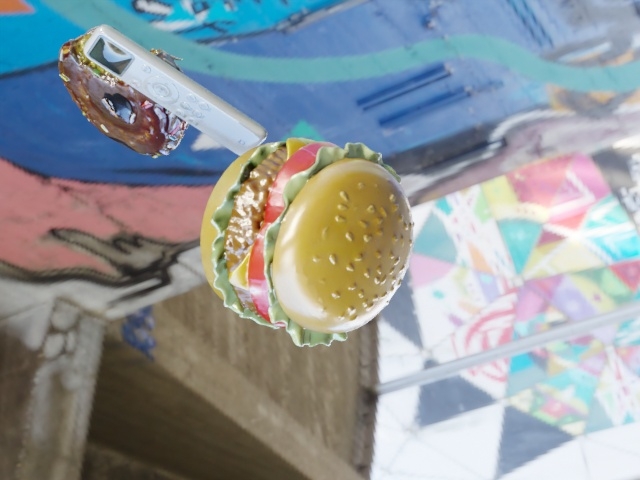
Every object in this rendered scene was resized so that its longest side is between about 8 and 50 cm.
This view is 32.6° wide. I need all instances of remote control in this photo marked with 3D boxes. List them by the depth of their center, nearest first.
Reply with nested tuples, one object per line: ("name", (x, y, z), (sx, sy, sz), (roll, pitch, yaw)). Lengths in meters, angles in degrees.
("remote control", (-0.191, -0.191, 1.436), (0.261, 0.067, 0.029), (33, -128, -17))

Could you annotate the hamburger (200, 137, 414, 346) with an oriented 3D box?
("hamburger", (0.000, 0.000, 1.412), (0.274, 0.212, 0.274), (-15, -70, -45))

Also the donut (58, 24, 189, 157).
("donut", (-0.292, -0.235, 1.712), (0.096, 0.230, 0.216), (-56, -37, -30))
